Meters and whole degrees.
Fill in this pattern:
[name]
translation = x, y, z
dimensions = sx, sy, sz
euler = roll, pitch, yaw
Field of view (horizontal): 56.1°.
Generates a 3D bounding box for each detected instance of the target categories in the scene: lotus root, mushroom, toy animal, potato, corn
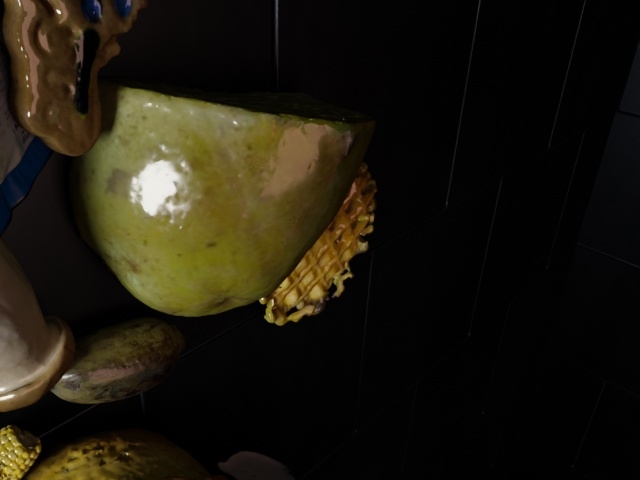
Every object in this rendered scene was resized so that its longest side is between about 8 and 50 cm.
[lotus root]
translation = -0.237, 0.144, 0.715
dimensions = 0.179, 0.080, 0.089
euler = -15, 122, -48
[mushroom]
translation = -0.324, 0.033, 0.505
dimensions = 0.128, 0.128, 0.350
euler = -44, 145, -25
[toy animal]
translation = -0.134, 0.485, 0.987
dimensions = 0.165, 0.187, 0.235
euler = 18, 95, -21
[potato]
translation = -0.088, -0.024, 0.685
dimensions = 0.330, 0.212, 0.280
euler = -8, 118, -48
[corn]
translation = -0.386, 0.288, 0.633
dimensions = 0.206, 0.067, 0.067
euler = -50, 143, -18

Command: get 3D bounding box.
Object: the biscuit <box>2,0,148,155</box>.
[biscuit]
translation = -0.205, -0.233, 0.501
dimensions = 0.183, 0.047, 0.320
euler = 4, 99, -60

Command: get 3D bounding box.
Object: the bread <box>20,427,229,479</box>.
[bread]
translation = -0.266, 0.423, 0.750
dimensions = 0.398, 0.215, 0.398
euler = -28, 131, -38

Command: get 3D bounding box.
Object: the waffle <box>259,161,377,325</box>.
[waffle]
translation = 0.002, 0.001, 0.945
dimensions = 0.262, 0.060, 0.281
euler = -12, 121, -48

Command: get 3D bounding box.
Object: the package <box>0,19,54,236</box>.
[package]
translation = -0.271, -0.104, 0.475
dimensions = 0.171, 0.027, 0.173
euler = -93, 176, -49
